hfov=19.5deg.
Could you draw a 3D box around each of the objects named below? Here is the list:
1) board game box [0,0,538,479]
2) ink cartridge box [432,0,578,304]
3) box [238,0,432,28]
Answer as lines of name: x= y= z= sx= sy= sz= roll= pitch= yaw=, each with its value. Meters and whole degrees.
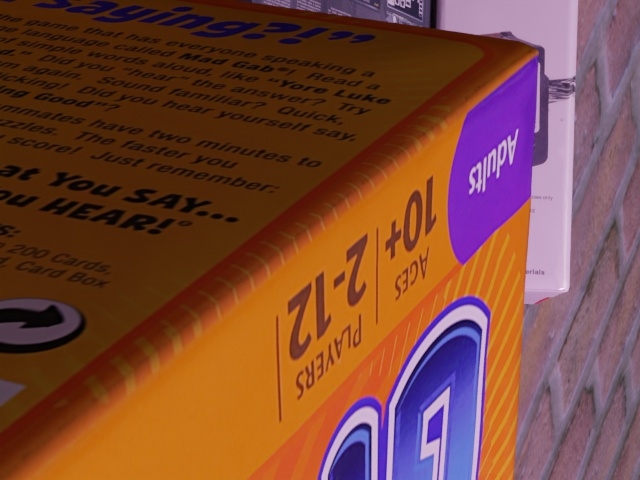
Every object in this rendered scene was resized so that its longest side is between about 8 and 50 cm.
board game box: x=-0.165 y=0.129 z=0.571 sx=0.356 sy=0.356 sz=0.356 roll=-40 pitch=136 yaw=-57
ink cartridge box: x=0.123 y=-0.078 z=1.323 sx=0.172 sy=0.100 sz=0.237 roll=94 pitch=-1 yaw=-85
box: x=-0.005 y=-0.133 z=1.168 sx=0.232 sy=0.059 sz=0.183 roll=9 pitch=81 yaw=-59
